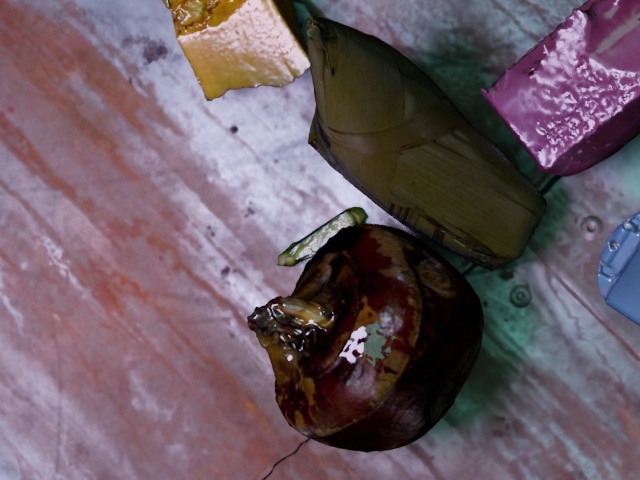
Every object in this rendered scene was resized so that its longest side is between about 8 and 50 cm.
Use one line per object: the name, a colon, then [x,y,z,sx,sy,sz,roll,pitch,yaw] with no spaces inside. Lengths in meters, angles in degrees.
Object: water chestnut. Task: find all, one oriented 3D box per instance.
water chestnut: [0.040,0.091,1.408,0.238,0.224,0.223,25,94,-23]

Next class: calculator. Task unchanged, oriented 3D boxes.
calculator: [0.369,0.056,1.420,0.210,0.039,0.121,34,124,12]

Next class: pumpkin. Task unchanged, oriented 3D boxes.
pumpkin: [-0.104,-0.270,1.499,0.131,0.126,0.248,-22,102,14]

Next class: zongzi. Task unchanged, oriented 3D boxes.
zongzi: [0.099,-0.091,1.370,0.260,0.289,0.123,37,82,9]

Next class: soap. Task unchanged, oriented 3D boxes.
soap: [0.309,-0.199,1.378,0.325,0.220,0.127,-41,92,6]

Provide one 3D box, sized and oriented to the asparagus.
asparagus: [0.000,-0.001,1.518,0.108,0.021,0.025,-32,85,8]
